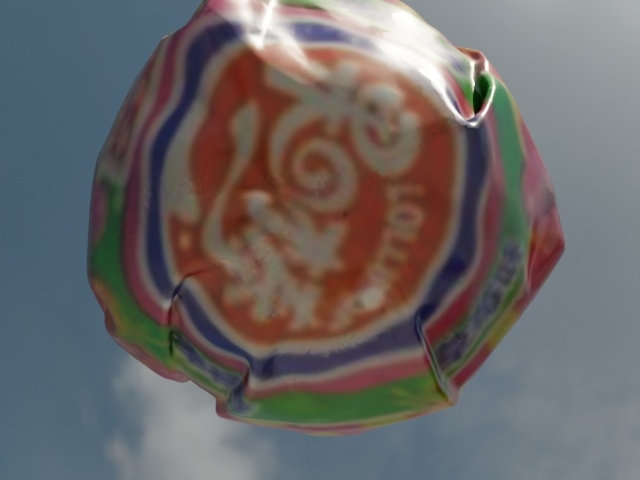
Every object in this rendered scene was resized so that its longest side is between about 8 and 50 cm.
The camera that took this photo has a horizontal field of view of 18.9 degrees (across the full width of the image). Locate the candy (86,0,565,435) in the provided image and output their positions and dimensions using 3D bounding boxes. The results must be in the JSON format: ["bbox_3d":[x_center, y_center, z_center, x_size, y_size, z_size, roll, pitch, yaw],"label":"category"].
[{"bbox_3d":[0.000,0.000,0.625,0.124,0.365,0.124,0,-93,-1],"label":"candy"}]
